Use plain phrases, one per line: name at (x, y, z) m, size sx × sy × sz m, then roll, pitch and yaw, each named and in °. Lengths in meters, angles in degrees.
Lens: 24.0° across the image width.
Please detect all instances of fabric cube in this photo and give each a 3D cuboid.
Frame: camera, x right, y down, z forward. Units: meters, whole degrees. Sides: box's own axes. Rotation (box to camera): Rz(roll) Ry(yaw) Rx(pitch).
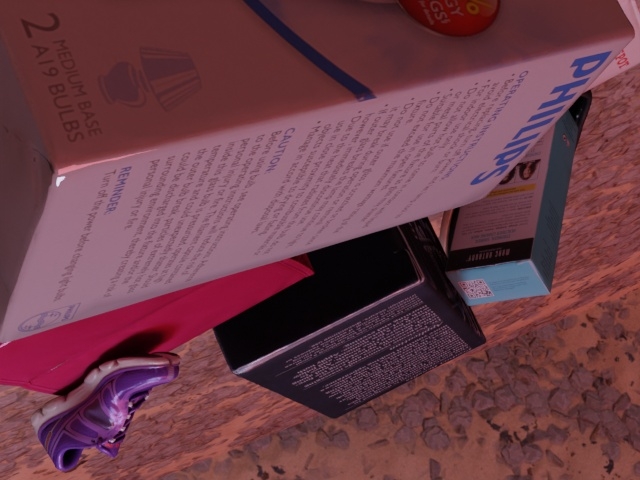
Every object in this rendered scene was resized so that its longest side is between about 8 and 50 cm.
fabric cube at (-0.199, -0.038, 1.316) m, size 0.258 × 0.254 × 0.259 m, roll -29°, pitch 163°, yaw 11°

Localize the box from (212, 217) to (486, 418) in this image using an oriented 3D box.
box at (0.000, 0.000, 1.616) m, size 0.212 × 0.293 × 0.395 m, roll -27°, pitch 163°, yaw 7°

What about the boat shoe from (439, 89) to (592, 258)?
boat shoe at (0.245, -0.062, 1.814) m, size 0.127 × 0.113 × 0.340 m, roll -2°, pitch 121°, yaw -41°

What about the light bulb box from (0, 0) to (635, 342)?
light bulb box at (-0.071, -0.179, 0.910) m, size 0.361 × 0.358 × 0.225 m, roll -17°, pitch 163°, yaw -27°

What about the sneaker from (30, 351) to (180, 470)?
sneaker at (-0.184, 0.153, 1.347) m, size 0.170 × 0.071 × 0.068 m, roll -36°, pitch 161°, yaw 29°

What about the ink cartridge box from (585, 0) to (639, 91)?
ink cartridge box at (0.188, -0.200, 1.580) m, size 0.283 × 0.117 × 0.207 m, roll -28°, pitch 162°, yaw 11°

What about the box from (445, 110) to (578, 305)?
box at (0.212, -0.047, 1.636) m, size 0.100 × 0.244 × 0.060 m, roll -10°, pitch 135°, yaw 31°
